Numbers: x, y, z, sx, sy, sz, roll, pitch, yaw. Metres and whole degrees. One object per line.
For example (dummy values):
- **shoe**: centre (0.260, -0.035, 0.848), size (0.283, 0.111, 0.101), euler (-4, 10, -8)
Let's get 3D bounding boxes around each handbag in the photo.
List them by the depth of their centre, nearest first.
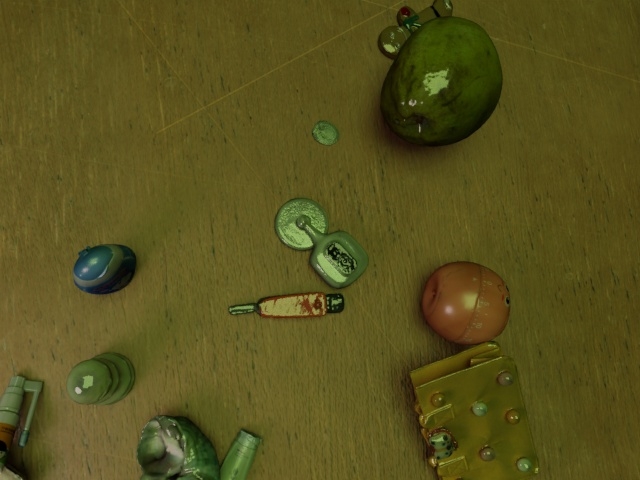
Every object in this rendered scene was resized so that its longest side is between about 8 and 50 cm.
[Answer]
- **handbag**: centre (0.402, 0.488, 1.355), size (0.283, 0.133, 0.401), euler (-18, 107, -3)

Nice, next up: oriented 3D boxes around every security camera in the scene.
- **security camera**: centre (0.000, 0.000, 1.464), size (0.157, 0.080, 0.301), euler (-43, 86, -14)

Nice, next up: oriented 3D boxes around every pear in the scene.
- **pear**: centre (0.344, -0.438, 1.465), size (0.352, 0.352, 0.413), euler (37, 56, -2)

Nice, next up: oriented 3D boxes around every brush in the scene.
- **brush**: centre (-0.090, 0.183, 1.423), size (0.323, 0.051, 0.070), euler (-4, 83, -11)

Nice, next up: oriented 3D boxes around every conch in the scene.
- **conch**: centre (-0.352, 0.573, 1.250), size (0.220, 0.195, 0.277), euler (14, 100, 4)

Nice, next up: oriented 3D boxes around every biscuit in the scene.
- **biscuit**: centre (0.324, -0.675, 1.663), size (0.301, 0.049, 0.197), euler (-25, 83, -13)

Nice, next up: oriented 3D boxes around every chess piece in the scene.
- **chess piece**: centre (-0.524, 0.332, 1.219), size (0.133, 0.243, 0.133), euler (2, 78, -11)

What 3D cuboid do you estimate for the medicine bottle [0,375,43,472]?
- **medicine bottle**: centre (-0.730, 0.430, 1.217), size (0.092, 0.061, 0.221), euler (12, 46, -19)

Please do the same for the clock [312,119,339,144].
- **clock**: centre (0.017, -0.325, 1.559), size (0.083, 0.010, 0.074), euler (26, 76, -5)

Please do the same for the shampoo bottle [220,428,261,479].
- **shampoo bottle**: centre (-0.224, 0.596, 1.322), size (0.072, 0.049, 0.212), euler (24, 76, -1)

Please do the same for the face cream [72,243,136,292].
- **face cream**: centre (-0.525, 0.067, 1.257), size (0.149, 0.264, 0.083), euler (-44, 89, -14)

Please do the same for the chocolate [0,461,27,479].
- **chocolate**: centre (-0.802, 0.651, 1.183), size (0.185, 0.100, 0.303), euler (20, 72, 7)

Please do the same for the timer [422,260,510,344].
- **timer**: centre (0.403, 0.172, 1.423), size (0.214, 0.229, 0.230), euler (16, 77, -8)
